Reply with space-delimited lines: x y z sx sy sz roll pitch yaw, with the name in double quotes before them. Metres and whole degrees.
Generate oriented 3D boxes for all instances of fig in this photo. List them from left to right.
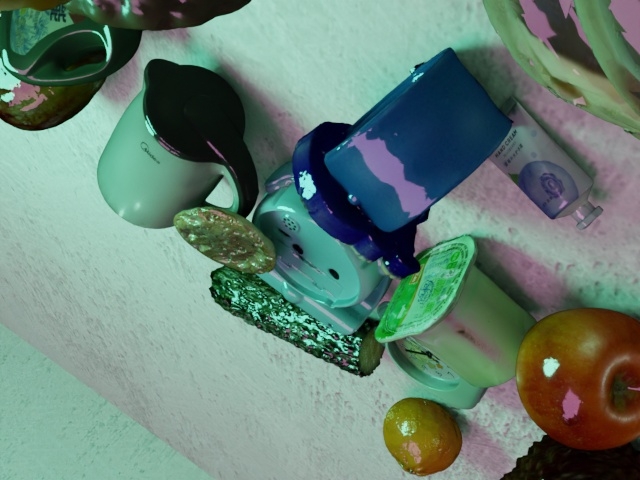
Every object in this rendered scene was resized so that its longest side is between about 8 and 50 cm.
"fig" -0.366 -0.259 1.045 0.274 0.145 0.170 -10 103 25

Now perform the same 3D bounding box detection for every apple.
"apple" 0.298 0.150 0.797 0.163 0.163 0.139 45 165 -7

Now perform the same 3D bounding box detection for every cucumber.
"cucumber" -0.061 0.123 1.219 0.359 0.096 0.096 18 142 31

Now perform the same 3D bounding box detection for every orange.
"orange" 0.165 0.324 1.203 0.135 0.117 0.135 23 139 22

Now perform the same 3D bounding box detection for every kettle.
"kettle" -0.181 -0.108 0.992 0.221 0.161 0.236 50 146 -3

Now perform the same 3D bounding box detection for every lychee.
"lychee" 0.364 0.362 0.922 0.264 0.300 0.264 50 -172 -9

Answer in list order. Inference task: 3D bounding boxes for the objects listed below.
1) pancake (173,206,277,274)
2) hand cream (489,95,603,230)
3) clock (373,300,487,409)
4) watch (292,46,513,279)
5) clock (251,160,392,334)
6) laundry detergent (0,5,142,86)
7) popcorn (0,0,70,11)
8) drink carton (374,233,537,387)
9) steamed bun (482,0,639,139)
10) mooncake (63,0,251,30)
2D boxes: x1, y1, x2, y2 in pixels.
"pancake" -0.128 -0.001 0.989 0.151 0.025 0.151 19 154 10
"hand cream" 0.218 -0.068 0.721 0.142 0.053 0.084 46 151 11
"clock" 0.161 0.154 1.046 0.188 0.060 0.148 31 148 17
"watch" 0.088 -0.088 0.720 0.171 0.196 0.200 41 132 -14
"clock" 0.000 0.000 0.996 0.223 0.094 0.274 35 150 8
"laundry detergent" -0.292 -0.268 0.927 0.222 0.144 0.078 1 171 12
"popcorn" -0.187 -0.284 0.433 0.335 0.274 0.279 -22 146 15
"drink carton" 0.178 0.096 0.889 0.142 0.146 0.144 40 151 -14
"steamed bun" 0.249 -0.162 0.371 0.352 0.247 0.339 28 148 13
"mooncake" -0.145 -0.299 0.657 0.228 0.228 0.124 29 147 20
